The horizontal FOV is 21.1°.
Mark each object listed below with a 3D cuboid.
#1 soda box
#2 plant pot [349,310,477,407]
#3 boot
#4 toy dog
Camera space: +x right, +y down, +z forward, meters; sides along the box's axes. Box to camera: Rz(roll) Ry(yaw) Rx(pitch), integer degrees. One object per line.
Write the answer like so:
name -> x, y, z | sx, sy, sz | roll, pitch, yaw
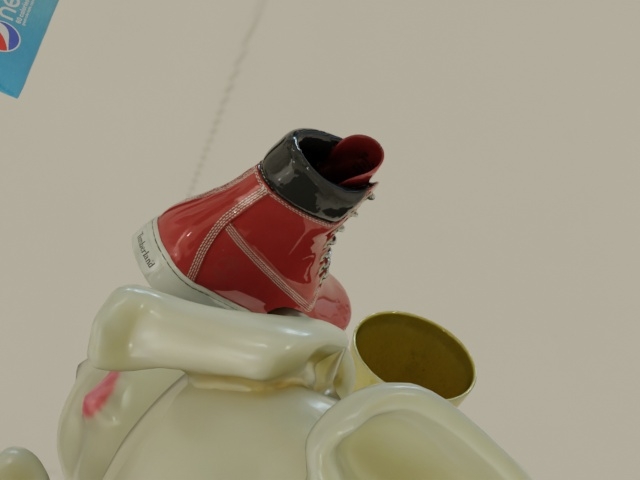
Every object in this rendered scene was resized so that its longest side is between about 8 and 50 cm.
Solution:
soda box -> -0.256, -0.222, 1.475 | 0.071, 0.067, 0.210 | 22, 136, -11
plant pot -> 0.082, 0.152, 1.771 | 0.134, 0.134, 0.095 | 14, 125, -11
boot -> 0.000, 0.000, 1.263 | 0.176, 0.244, 0.088 | -34, 62, 17
toy dog -> -0.016, 0.171, 1.062 | 0.395, 0.408, 0.284 | 21, 97, -32
